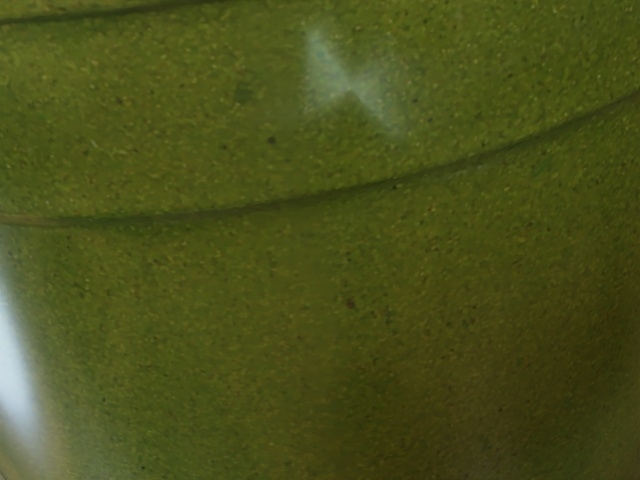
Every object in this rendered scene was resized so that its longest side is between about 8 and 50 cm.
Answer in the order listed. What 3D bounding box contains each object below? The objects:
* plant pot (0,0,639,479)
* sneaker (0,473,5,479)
[{"bbox_3d":[0.000,0.000,0.581,0.366,0.353,0.366,-8,-151,5],"label":"plant pot"},{"bbox_3d":[-0.180,0.232,0.741,0.110,0.118,0.292,21,-84,14],"label":"sneaker"}]
